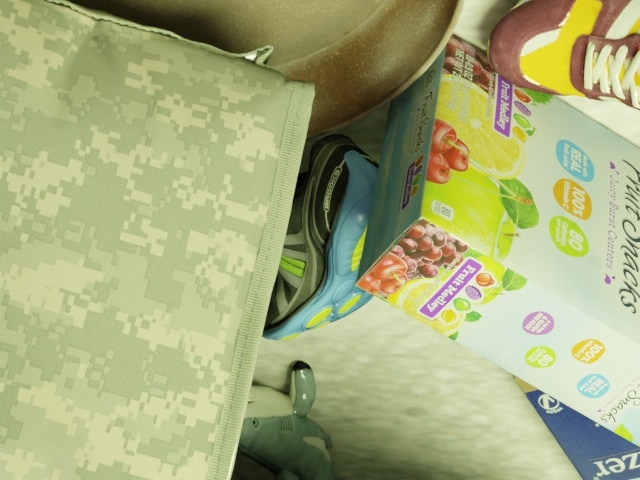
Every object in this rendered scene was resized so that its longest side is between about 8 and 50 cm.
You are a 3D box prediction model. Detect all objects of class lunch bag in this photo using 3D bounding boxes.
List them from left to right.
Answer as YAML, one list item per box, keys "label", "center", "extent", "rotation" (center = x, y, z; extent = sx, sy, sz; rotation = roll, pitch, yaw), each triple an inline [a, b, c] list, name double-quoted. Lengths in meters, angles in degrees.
- label: "lunch bag"
  center: [-0.146, 0.011, 1.043]
  extent: [0.235, 0.287, 0.169]
  rotation: [16, 172, -10]

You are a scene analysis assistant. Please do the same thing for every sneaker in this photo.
- label: "sneaker"
  center: [0.000, 0.000, 1.190]
  extent: [0.067, 0.078, 0.188]
  rotation: [-22, 157, -28]
- label: "sneaker"
  center: [0.183, -0.100, 1.073]
  extent: [0.185, 0.084, 0.069]
  rotation: [-3, 127, 10]

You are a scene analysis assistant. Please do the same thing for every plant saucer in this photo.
- label: "plant saucer"
  center: [-0.075, -0.163, 1.047]
  extent: [0.310, 0.050, 0.310]
  rotation: [1, 143, 1]

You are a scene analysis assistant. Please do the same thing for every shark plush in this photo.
- label: "shark plush"
  center: [-0.026, 0.156, 1.314]
  extent: [0.073, 0.067, 0.161]
  rotation: [-10, 126, 15]

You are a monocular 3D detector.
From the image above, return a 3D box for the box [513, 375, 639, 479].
- label: "box"
  center: [0.239, 0.139, 1.278]
  extent: [0.136, 0.036, 0.225]
  rotation: [-18, 125, 28]

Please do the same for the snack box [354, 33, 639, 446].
- label: "snack box"
  center: [0.131, 0.000, 1.102]
  extent: [0.207, 0.174, 0.070]
  rotation: [30, 129, -16]
